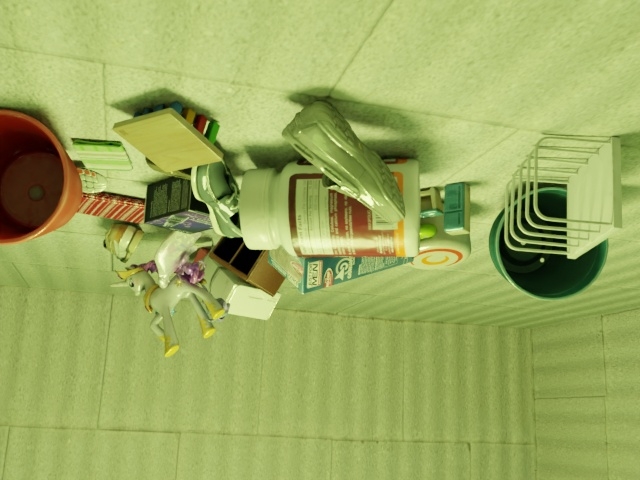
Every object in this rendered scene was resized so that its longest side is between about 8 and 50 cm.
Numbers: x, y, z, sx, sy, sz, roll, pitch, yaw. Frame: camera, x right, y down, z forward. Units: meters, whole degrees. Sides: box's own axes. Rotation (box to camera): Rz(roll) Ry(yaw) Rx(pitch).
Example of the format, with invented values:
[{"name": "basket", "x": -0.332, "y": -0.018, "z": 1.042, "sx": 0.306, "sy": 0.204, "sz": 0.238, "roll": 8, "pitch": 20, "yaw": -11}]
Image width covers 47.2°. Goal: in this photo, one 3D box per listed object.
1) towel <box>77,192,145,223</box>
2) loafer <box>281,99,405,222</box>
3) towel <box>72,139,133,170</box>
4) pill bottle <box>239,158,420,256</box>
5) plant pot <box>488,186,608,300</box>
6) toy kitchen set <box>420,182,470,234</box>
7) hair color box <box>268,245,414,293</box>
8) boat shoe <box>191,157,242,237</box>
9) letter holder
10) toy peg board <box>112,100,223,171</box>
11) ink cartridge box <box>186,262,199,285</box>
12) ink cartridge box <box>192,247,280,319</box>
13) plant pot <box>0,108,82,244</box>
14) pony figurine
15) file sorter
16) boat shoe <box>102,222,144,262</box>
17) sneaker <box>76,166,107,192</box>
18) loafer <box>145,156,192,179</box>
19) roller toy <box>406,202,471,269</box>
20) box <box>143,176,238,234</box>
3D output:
[{"name": "towel", "x": -0.562, "y": -0.091, "z": 2.106, "sx": 0.275, "sy": 0.031, "sz": 0.199, "roll": 10, "pitch": 164, "yaw": -26}, {"name": "loafer", "x": 0.054, "y": -0.140, "z": 1.443, "sx": 0.111, "sy": 0.112, "sz": 0.319, "roll": -31, "pitch": 122, "yaw": 24}, {"name": "towel", "x": -0.499, "y": -0.197, "z": 1.691, "sx": 0.113, "sy": 0.023, "sz": 0.152, "roll": 2, "pitch": 164, "yaw": -5}, {"name": "pill bottle", "x": 0.028, "y": -0.072, "z": 1.667, "sx": 0.392, "sy": 0.224, "sz": 0.224, "roll": 0, "pitch": 166, "yaw": 9}, {"name": "plant pot", "x": 0.547, "y": 0.006, "z": 1.869, "sx": 0.272, "sy": 0.271, "sz": 0.255, "roll": 3, "pitch": -179, "yaw": -2}, {"name": "toy kitchen set", "x": 0.239, "y": -0.083, "z": 1.799, "sx": 0.207, "sy": 0.122, "sz": 0.166, "roll": -8, "pitch": 163, "yaw": 35}, {"name": "hair color box", "x": 0.059, "y": 0.013, "z": 1.875, "sx": 0.347, "sy": 0.105, "sz": 0.174, "roll": -15, "pitch": -147, "yaw": -30}, {"name": "boat shoe", "x": -0.211, "y": -0.105, "z": 1.689, "sx": 0.099, "sy": 0.116, "sz": 0.319, "roll": 17, "pitch": 152, "yaw": 17}, {"name": "letter holder", "x": -0.191, "y": 0.031, "z": 2.347, "sx": 0.152, "sy": 0.214, "sz": 0.302, "roll": 32, "pitch": 175, "yaw": 18}, {"name": "toy peg board", "x": -0.296, "y": -0.223, "z": 1.469, "sx": 0.161, "sy": 0.079, "sz": 0.161, "roll": -7, "pitch": 147, "yaw": 33}, {"name": "ink cartridge box", "x": -0.469, "y": 0.122, "z": 2.707, "sx": 0.189, "sy": 0.066, "sz": 0.232, "roll": 27, "pitch": 171, "yaw": 2}, {"name": "ink cartridge box", "x": -0.304, "y": 0.152, "z": 2.587, "sx": 0.207, "sy": 0.117, "sz": 0.283, "roll": 16, "pitch": -164, "yaw": -41}, {"name": "plant pot", "x": -0.641, "y": -0.119, "z": 1.571, "sx": 0.275, "sy": 0.274, "sz": 0.243, "roll": 3, "pitch": 176, "yaw": -3}, {"name": "pony figurine", "x": -0.451, "y": 0.141, "z": 2.325, "sx": 0.351, "sy": 0.363, "sz": 0.303, "roll": -38, "pitch": 158, "yaw": -7}, {"name": "file sorter", "x": 0.513, "y": -0.089, "z": 1.586, "sx": 0.173, "sy": 0.192, "sz": 0.277, "roll": 5, "pitch": 166, "yaw": 2}, {"name": "boat shoe", "x": -0.636, "y": -0.004, "z": 2.347, "sx": 0.103, "sy": 0.113, "sz": 0.302, "roll": 28, "pitch": 161, "yaw": -13}, {"name": "sneaker", "x": -0.595, "y": -0.161, "z": 1.794, "sx": 0.158, "sy": 0.061, "sz": 0.065, "roll": 11, "pitch": -155, "yaw": -3}, {"name": "loafer", "x": -0.329, "y": -0.174, "z": 1.686, "sx": 0.148, "sy": 0.056, "sz": 0.050, "roll": 16, "pitch": 164, "yaw": -13}, {"name": "roller toy", "x": 0.311, "y": -0.015, "z": 2.011, "sx": 0.191, "sy": 0.146, "sz": 0.209, "roll": 4, "pitch": 156, "yaw": -13}, {"name": "box", "x": -0.334, "y": -0.094, "z": 1.889, "sx": 0.153, "sy": 0.108, "sz": 0.207, "roll": 15, "pitch": 161, "yaw": -42}]
